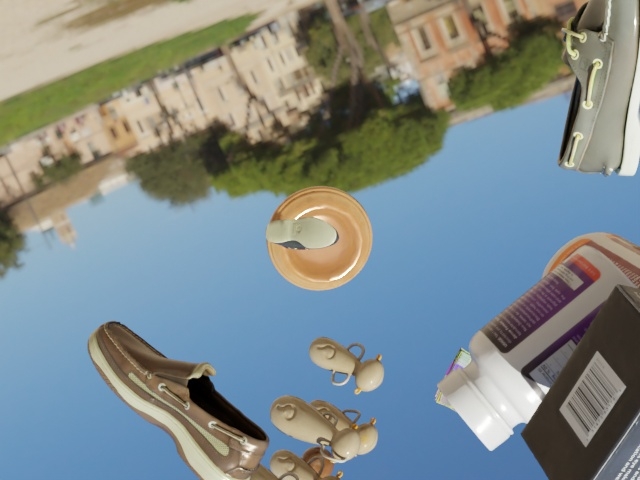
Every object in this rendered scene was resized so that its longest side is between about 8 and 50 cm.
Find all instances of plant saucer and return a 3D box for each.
[{"bbox_3d":[0.000,0.000,1.990,0.199,0.200,0.037,-24,-164,0],"label":"plant saucer"}]

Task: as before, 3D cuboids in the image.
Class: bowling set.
[{"bbox_3d":[0.017,0.303,1.573,0.154,0.200,0.287,23,-108,36],"label":"bowling set"}]

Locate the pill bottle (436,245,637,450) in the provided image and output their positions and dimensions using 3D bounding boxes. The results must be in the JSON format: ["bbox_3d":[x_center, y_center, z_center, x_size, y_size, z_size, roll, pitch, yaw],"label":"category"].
[{"bbox_3d":[0.207,0.104,0.996,0.193,0.108,0.108,-39,-168,1],"label":"pill bottle"}]

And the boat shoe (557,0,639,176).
[{"bbox_3d":[0.316,-0.202,1.205,0.091,0.305,0.109,-1,-141,9],"label":"boat shoe"}]

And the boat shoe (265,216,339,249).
[{"bbox_3d":[-0.023,-0.010,1.655,0.133,0.049,0.042,2,170,38],"label":"boat shoe"}]

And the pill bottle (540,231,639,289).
[{"bbox_3d":[0.556,0.144,1.838,0.224,0.224,0.392,-25,-158,-7],"label":"pill bottle"}]

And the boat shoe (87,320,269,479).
[{"bbox_3d":[-0.160,0.174,1.263,0.095,0.257,0.095,-50,170,16],"label":"boat shoe"}]

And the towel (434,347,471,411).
[{"bbox_3d":[0.195,0.198,1.506,0.009,0.060,0.083,21,-100,49],"label":"towel"}]

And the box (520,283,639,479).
[{"bbox_3d":[0.269,0.133,0.834,0.158,0.156,0.093,14,-153,-27],"label":"box"}]
